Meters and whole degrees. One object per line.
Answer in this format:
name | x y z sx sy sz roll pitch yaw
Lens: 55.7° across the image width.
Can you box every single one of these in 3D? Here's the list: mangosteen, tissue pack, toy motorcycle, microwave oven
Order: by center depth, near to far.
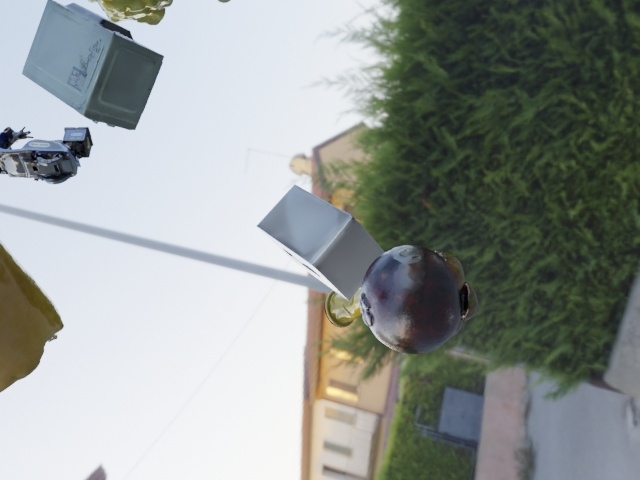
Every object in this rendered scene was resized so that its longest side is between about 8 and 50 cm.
mangosteen | 0.169 0.101 1.071 0.210 0.209 0.210 13 -90 -79
tissue pack | -0.001 -0.001 1.359 0.136 0.246 0.159 -50 -49 -7
microwave oven | -0.565 -0.437 1.520 0.181 0.295 0.238 9 -70 -58
toy motorcycle | -0.935 -0.281 1.952 0.125 0.358 0.213 97 170 -47

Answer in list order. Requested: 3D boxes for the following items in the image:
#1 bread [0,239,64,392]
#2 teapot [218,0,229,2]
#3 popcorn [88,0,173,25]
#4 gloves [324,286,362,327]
bread | -0.611 0.040 0.855 0.250 0.360 0.394 -48 -36 -28
teapot | -0.275 -0.677 1.623 0.067 0.083 0.057 5 -59 -38
popcorn | -0.330 -0.478 0.996 0.255 0.194 0.256 52 -167 -54
gloves | 0.151 0.167 1.679 0.133 0.294 0.116 -42 -74 -42
